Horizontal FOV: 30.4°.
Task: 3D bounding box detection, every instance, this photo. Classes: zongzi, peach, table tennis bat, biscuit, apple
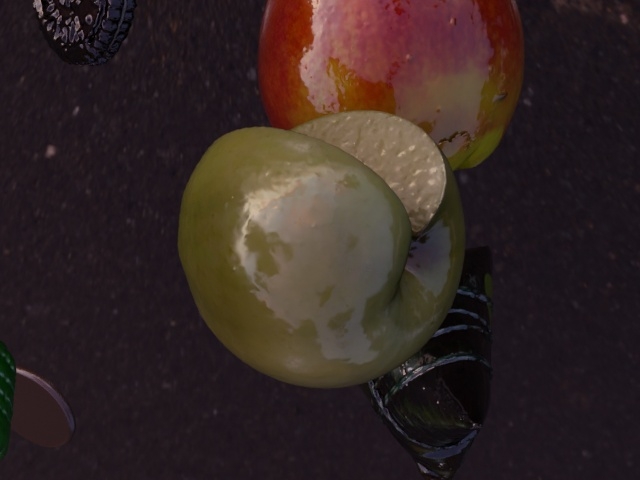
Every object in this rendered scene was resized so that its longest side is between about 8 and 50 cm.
[{"bbox_3d":[0.161,0.170,1.710,0.319,0.362,0.383,-10,79,-10],"label":"zongzi"},{"bbox_3d":[0.083,-0.240,1.479,0.370,0.370,0.370,-2,118,-4],"label":"peach"},{"bbox_3d":[-0.355,0.193,1.224,0.170,0.119,0.107,21,130,17],"label":"table tennis bat"},{"bbox_3d":[-0.261,-0.285,1.299,0.053,0.194,0.194,-5,124,-41],"label":"biscuit"},{"bbox_3d":[0.000,0.000,1.177,0.254,0.292,0.292,8,125,33],"label":"apple"}]

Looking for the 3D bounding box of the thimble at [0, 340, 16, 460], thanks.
[{"bbox_3d":[-0.284,0.109,0.835,0.118,0.090,0.130,-10,146,17],"label":"thimble"}]
